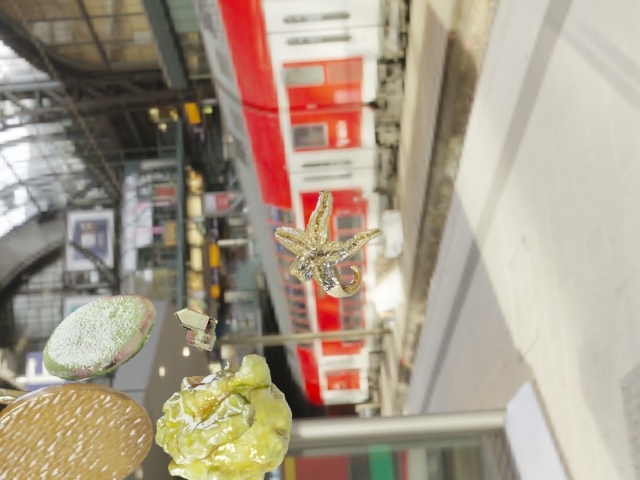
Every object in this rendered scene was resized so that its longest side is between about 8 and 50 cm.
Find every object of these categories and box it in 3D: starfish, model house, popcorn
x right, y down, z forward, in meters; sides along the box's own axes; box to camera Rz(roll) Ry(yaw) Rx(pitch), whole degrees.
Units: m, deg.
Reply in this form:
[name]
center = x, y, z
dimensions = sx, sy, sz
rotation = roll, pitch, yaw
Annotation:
[starfish]
center = 0.000, -0.001, 1.577
dimensions = 0.074, 0.189, 0.146
rotation = -7, -64, -54
[model house]
center = -0.201, 0.141, 1.605
dimensions = 0.083, 0.058, 0.057
rotation = 50, -123, -76
[popcorn]
center = -0.199, 0.410, 2.163
dimensions = 0.279, 0.335, 0.274
rotation = 50, -127, -36

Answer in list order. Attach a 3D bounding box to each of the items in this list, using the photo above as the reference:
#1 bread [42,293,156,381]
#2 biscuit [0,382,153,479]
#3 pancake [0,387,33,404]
[bread]
center = -0.409, 0.171, 1.840
dimensions = 0.228, 0.228, 0.034
rotation = -93, -16, -58
[biscuit]
center = -0.389, 0.309, 1.554
dimensions = 0.037, 0.261, 0.262
rotation = -110, 12, -48
[pancake]
center = -0.469, 0.265, 1.644
dimensions = 0.235, 0.211, 0.029
rotation = 32, -115, -65
